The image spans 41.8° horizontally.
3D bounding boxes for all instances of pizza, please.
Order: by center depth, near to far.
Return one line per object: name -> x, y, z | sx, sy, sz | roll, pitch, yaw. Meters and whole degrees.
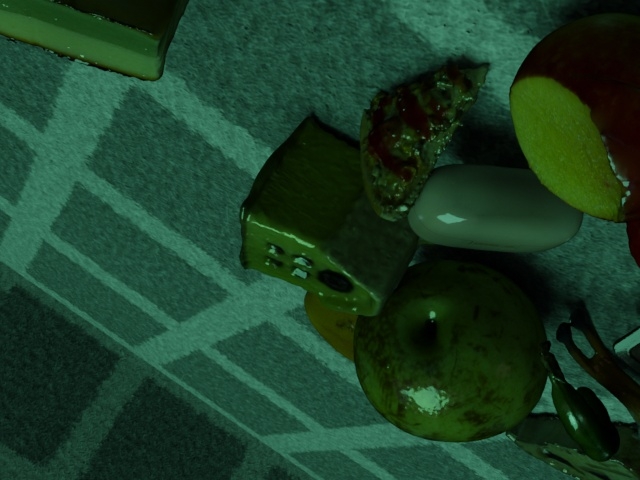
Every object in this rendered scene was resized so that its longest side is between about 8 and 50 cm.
pizza -> 0.105, -0.134, 0.938 | 0.062, 0.188, 0.199 | 22, 129, -31

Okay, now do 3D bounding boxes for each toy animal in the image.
toy animal -> 0.469, 0.254, 1.222 | 0.284, 0.225, 0.302 | 40, 171, 28

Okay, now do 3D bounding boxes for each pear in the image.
pear -> 0.187, 0.160, 1.196 | 0.283, 0.283, 0.283 | 25, 153, 14

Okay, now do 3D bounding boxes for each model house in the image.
model house -> 0.033, -0.021, 1.127 | 0.234, 0.193, 0.175 | 24, 150, 15

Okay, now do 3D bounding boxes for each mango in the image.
mango -> 0.080, 0.139, 1.430 | 0.252, 0.126, 0.154 | 21, 140, 23

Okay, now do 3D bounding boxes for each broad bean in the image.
broad bean -> 0.365, 0.236, 1.155 | 0.049, 0.144, 0.292 | -26, 149, 17

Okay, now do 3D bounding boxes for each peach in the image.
peach -> 0.257, -0.104, 0.749 | 0.190, 0.192, 0.190 | 21, 140, 19

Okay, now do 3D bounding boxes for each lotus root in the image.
lotus root -> 0.477, 0.378, 1.484 | 0.170, 0.074, 0.261 | 39, 153, -22

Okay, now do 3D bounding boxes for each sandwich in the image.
sandwich -> -0.262, -0.304, 0.955 | 0.220, 0.186, 0.108 | 15, 154, -6

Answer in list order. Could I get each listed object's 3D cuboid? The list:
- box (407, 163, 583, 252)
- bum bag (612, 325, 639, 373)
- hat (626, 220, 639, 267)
box -> 0.201, -0.036, 0.976 | 0.200, 0.088, 0.146 | 4, 168, -5
bum bag -> 0.457, 0.121, 1.045 | 0.109, 0.026, 0.159 | 38, 127, -11
hat -> 0.442, 0.011, 0.773 | 0.332, 0.242, 0.274 | 32, 142, 59
